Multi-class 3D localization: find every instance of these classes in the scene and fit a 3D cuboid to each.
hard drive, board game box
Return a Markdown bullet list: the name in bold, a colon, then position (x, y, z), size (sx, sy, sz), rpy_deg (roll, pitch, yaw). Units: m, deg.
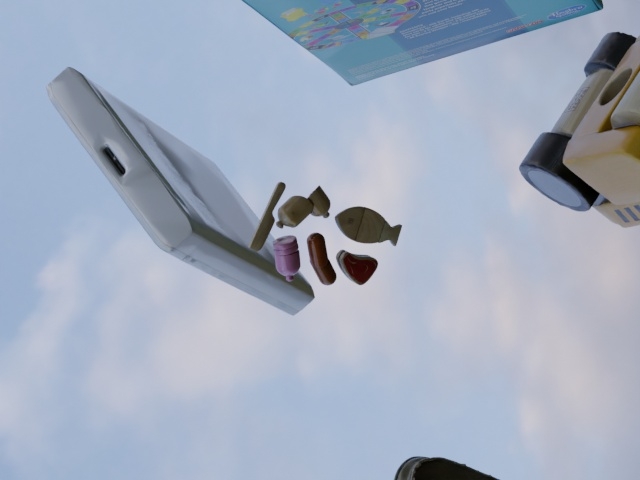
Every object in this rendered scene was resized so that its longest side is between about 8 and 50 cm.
- **hard drive**: position (-0.143, -0.044, 1.781), size (0.233, 0.047, 0.353), rpy_deg (51, -172, 22)
- **board game box**: position (0.080, -0.244, 1.408), size (0.336, 0.254, 0.079), rpy_deg (27, -130, -67)

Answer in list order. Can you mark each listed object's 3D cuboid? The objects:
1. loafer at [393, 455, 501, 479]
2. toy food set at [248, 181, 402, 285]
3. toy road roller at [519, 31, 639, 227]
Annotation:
- **loafer**: position (0.201, 0.301, 1.811), size (0.251, 0.087, 0.094), rpy_deg (25, -120, -5)
- **toy food set**: position (0.000, 0.000, 1.273), size (0.122, 0.019, 0.078), rpy_deg (25, -90, -33)
- **toy road roller**: position (0.399, -0.102, 1.797), size (0.240, 0.329, 0.202), rpy_deg (36, -103, -10)
